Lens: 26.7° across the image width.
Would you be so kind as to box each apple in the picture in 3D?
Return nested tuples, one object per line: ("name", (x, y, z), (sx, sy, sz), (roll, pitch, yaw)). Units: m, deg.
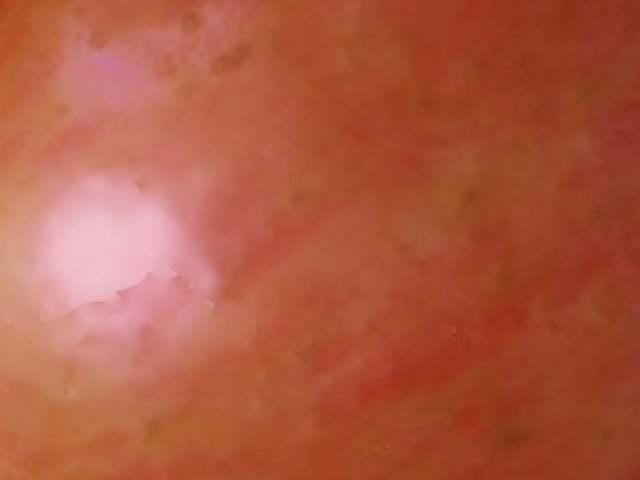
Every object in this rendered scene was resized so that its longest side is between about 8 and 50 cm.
("apple", (0.000, 0.000, 0.537), (0.391, 0.347, 0.391), (46, 149, 39))
